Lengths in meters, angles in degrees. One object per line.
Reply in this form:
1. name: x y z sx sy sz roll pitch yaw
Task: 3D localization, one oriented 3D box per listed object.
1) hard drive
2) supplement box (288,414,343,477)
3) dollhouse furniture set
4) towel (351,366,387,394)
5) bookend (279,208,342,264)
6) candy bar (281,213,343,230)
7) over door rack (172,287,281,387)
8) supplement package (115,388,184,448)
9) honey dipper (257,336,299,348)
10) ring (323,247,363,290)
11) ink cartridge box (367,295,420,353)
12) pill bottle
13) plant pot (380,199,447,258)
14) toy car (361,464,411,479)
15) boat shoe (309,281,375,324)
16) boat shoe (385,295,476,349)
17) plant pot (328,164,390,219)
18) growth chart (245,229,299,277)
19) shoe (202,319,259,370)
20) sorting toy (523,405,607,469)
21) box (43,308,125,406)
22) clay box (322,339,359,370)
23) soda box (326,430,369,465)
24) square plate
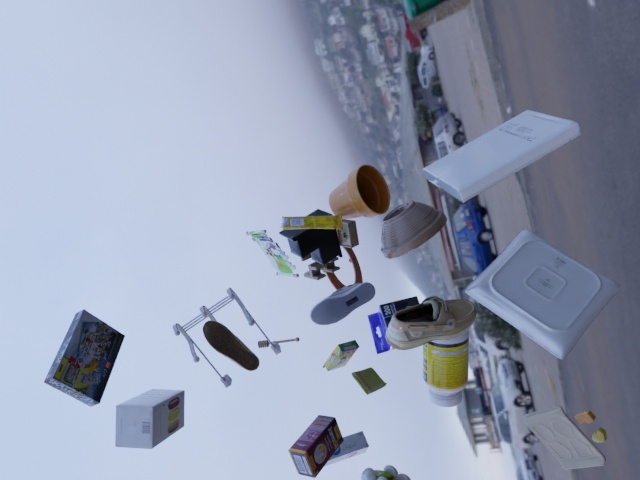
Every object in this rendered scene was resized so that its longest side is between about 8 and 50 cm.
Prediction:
1. hard drive: 0.484 -0.239 1.431 0.047 0.352 0.233 61 179 -26
2. supplement box: -0.012 0.707 1.799 0.188 0.080 0.104 -36 -68 -47
3. dollhouse furniture set: 0.000 0.000 1.960 0.242 0.160 0.212 -23 -68 -38
4. towel: 0.199 0.559 2.098 0.102 0.021 0.237 50 -167 21
5. bookend: -0.026 0.013 1.578 0.156 0.072 0.157 -33 -55 -27
6. candy bar: -0.024 -0.046 1.323 0.018 0.161 0.040 22 -114 -83
7. over door rack: -0.305 0.345 1.764 0.324 0.239 0.108 56 -179 -28
8. supplement package: -0.578 0.604 1.790 0.244 0.133 0.139 13 -103 -80
9. honey dipper: -0.156 0.382 1.959 0.030 0.160 0.031 -10 -90 -79
10. ring: 0.085 0.106 2.304 0.336 0.032 0.337 40 -144 -38
11. ink cartridge box: 0.286 0.309 1.931 0.206 0.208 0.045 -101 -6 -54
12. pill bottle: 0.519 0.510 2.167 0.188 0.187 0.334 -58 -34 -70
13. plant pot: 0.277 -0.052 1.679 0.110 0.237 0.237 54 -161 -9
14. toy car: 0.246 0.944 1.976 0.159 0.182 0.137 8 -91 -34
15. boat shoe: 0.070 0.220 1.827 0.084 0.257 0.095 2 110 68
16. boat shoe: 0.314 0.207 1.426 0.109 0.302 0.098 46 140 47
17. plant pot: 0.142 -0.172 2.072 0.205 0.187 0.205 21 -121 -40
18. growth chart: -0.182 0.051 2.001 0.021 0.172 0.237 -42 -74 -29
19. shoe: -0.286 0.337 1.651 0.219 0.077 0.058 41 165 3
20. sorting toy: 0.882 0.681 1.819 0.229 0.041 0.307 52 149 11
21. box: -0.679 0.340 1.517 0.159 0.044 0.233 48 -149 -34
22. clay box: 0.108 0.635 2.833 0.127 0.222 0.053 -6 -131 -36
23. soda box: 0.080 0.838 2.087 0.074 0.215 0.069 103 150 -47
24. square plate: 0.693 0.141 1.624 0.347 0.344 0.049 38 156 29
